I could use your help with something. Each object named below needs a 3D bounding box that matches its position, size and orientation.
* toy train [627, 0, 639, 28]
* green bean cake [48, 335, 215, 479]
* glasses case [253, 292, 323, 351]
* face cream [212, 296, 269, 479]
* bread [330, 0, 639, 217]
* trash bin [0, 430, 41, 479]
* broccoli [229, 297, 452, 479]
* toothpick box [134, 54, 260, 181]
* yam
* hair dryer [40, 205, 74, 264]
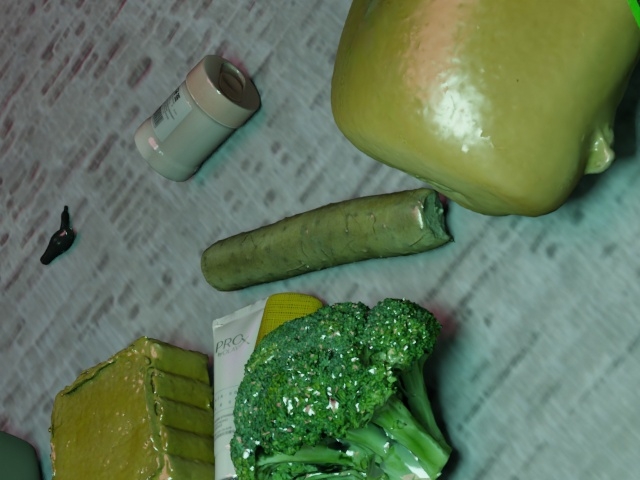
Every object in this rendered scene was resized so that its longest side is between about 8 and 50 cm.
[{"bbox_3d":[0.381,-0.175,1.497,0.132,0.188,0.243,-37,48,28],"label":"toy train"},{"bbox_3d":[-0.225,0.253,2.006,0.224,0.131,0.229,-34,53,36],"label":"green bean cake"},{"bbox_3d":[-0.044,0.173,1.886,0.079,0.064,0.234,3,69,11],"label":"glasses case"},{"bbox_3d":[-0.094,0.187,1.954,0.092,0.058,0.243,-22,52,29],"label":"face cream"},{"bbox_3d":[0.171,-0.235,1.693,0.376,0.253,0.348,-63,24,2],"label":"bread"},{"bbox_3d":[-0.461,0.387,2.150,0.220,0.219,0.250,-42,39,24],"label":"trash bin"},{"bbox_3d":[0.028,0.177,1.718,0.241,0.261,0.269,35,106,11],"label":"broccoli"},{"bbox_3d":[-0.163,-0.160,2.159,0.149,0.098,0.098,-43,45,26],"label":"toothpick box"},{"bbox_3d":[0.000,0.000,1.918,0.371,0.083,0.083,-12,64,43],"label":"yam"},{"bbox_3d":[-0.381,-0.012,2.393,0.079,0.031,0.083,-42,31,39],"label":"hair dryer"}]
